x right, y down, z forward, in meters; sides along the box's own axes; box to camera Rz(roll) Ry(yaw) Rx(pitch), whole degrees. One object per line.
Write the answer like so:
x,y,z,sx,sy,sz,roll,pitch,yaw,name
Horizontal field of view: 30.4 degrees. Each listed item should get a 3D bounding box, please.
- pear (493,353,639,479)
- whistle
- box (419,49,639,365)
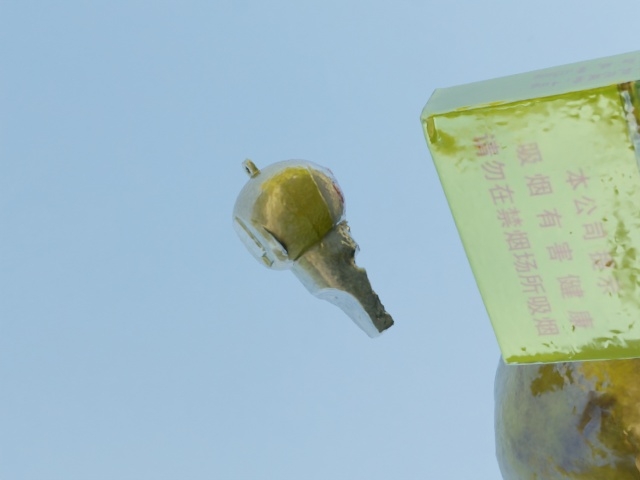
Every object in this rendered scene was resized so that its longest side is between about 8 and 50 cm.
0.350,0.172,1.181,0.351,0.413,0.352,-3,-68,-8,pear
0.000,0.000,1.178,0.223,0.123,0.123,48,-126,5,whistle
0.238,-0.024,0.649,0.047,0.335,0.187,-56,-49,-50,box
